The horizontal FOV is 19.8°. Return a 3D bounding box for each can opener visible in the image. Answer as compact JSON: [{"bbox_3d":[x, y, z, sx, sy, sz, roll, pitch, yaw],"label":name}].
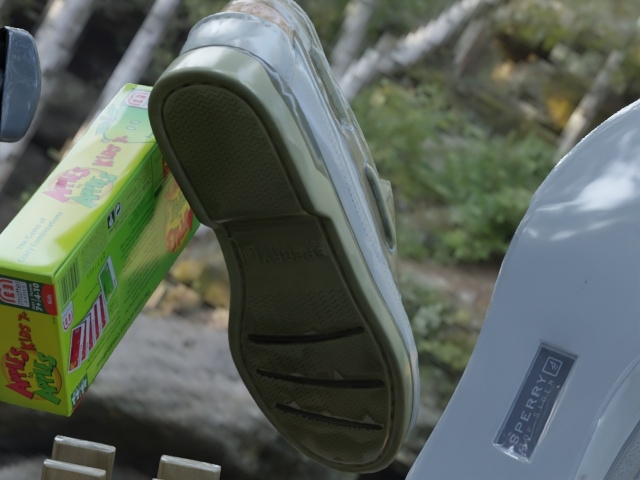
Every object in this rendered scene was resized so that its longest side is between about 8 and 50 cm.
[{"bbox_3d":[-0.306,-0.229,1.674,0.095,0.283,0.076,6,-10,-39],"label":"can opener"}]

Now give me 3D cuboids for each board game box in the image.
[{"bbox_3d":[-0.120,0.001,0.992,0.043,0.092,0.181,11,37,16],"label":"board game box"}]

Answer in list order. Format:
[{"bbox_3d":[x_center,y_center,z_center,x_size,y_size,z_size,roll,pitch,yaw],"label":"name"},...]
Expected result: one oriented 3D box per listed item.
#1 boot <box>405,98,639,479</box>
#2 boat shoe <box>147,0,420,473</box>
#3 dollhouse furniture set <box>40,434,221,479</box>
[{"bbox_3d":[0.119,0.062,0.795,0.095,0.258,0.123,30,-7,27],"label":"boot"},{"bbox_3d":[0.000,0.000,1.034,0.113,0.103,0.302,3,-49,25],"label":"boat shoe"},{"bbox_3d":[-0.196,0.242,1.188,0.242,0.161,0.212,11,19,0],"label":"dollhouse furniture set"}]
